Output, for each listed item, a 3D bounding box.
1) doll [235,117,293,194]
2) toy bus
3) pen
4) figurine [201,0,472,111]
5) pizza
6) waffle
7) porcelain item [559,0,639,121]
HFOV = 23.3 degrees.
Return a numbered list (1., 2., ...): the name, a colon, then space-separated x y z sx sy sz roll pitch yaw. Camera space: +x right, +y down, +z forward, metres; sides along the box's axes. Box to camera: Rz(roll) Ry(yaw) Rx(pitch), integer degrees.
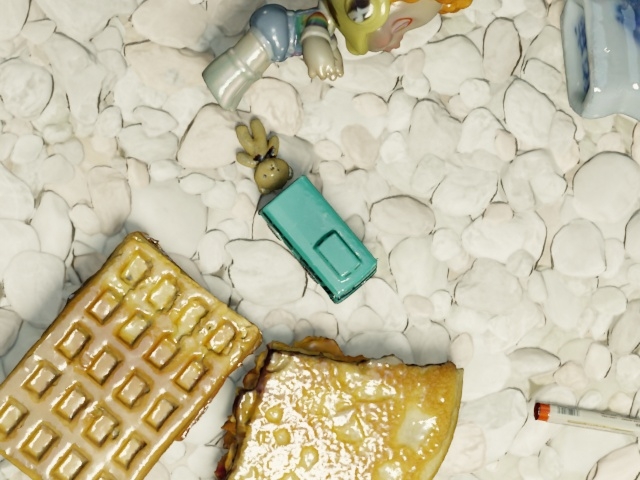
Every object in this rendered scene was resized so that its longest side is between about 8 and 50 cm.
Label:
1. doll: -0.076 -0.107 1.998 0.061 0.051 0.093 -26 60 -7
2. toy bus: 0.000 0.000 1.965 0.079 0.092 0.160 -40 91 -6
3. pen: 0.386 0.241 2.025 0.218 0.026 0.026 10 85 -6
4. figurine: 0.014 -0.304 1.924 0.382 0.224 0.205 -32 87 -7
5. pizza: -0.005 0.256 1.935 0.409 0.114 0.278 -41 92 -8
6. waffle: -0.252 0.171 1.923 0.224 0.098 0.327 41 83 -4
7. porcelain item: 0.525 -0.255 2.001 0.405 0.178 0.242 -5 87 -4
